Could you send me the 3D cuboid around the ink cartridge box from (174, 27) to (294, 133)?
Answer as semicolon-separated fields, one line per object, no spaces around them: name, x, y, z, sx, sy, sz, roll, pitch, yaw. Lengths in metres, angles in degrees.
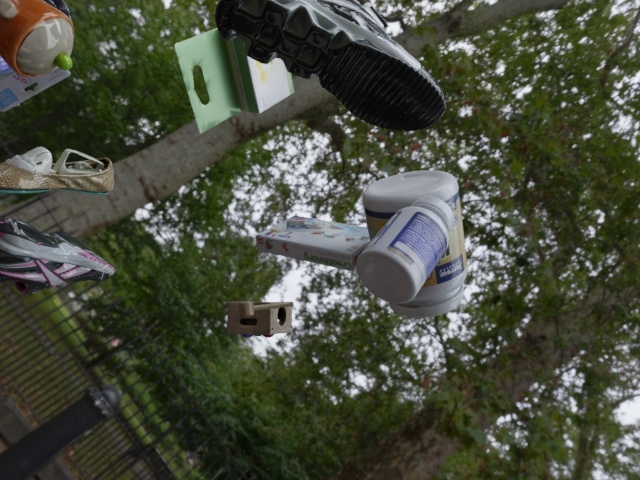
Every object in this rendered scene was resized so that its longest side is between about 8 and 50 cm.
ink cartridge box;-0.151;-0.323;0.915;0.056;0.235;0.171;16;-47;30

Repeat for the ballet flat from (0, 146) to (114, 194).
ballet flat;-0.406;-0.109;0.729;0.073;0.206;0.067;25;-74;21

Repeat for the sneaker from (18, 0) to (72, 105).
sneaker;-0.562;-0.396;0.932;0.101;0.153;0.268;-4;-87;64

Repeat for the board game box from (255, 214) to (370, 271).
board game box;0.000;0.000;1.337;0.305;0.193;0.053;11;-65;29

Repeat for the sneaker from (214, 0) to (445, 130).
sneaker;0.038;-0.273;0.646;0.331;0.146;0.122;26;-31;-20

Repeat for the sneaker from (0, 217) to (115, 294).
sneaker;-0.342;0.031;0.599;0.072;0.077;0.178;34;-3;24

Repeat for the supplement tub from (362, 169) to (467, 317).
supplement tub;0.238;0.007;1.183;0.228;0.228;0.316;14;-56;52

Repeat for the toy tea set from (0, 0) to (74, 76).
toy tea set;-0.360;-0.254;0.498;0.124;0.336;0.200;40;-60;-4

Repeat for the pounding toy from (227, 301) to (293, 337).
pounding toy;-0.147;0.201;1.213;0.181;0.206;0.094;-3;-98;22

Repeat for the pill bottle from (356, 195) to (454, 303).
pill bottle;0.153;0.008;0.820;0.112;0.186;0.112;27;-38;23

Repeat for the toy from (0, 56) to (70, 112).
toy;-0.509;-0.313;0.699;0.237;0.137;0.056;61;8;-32
